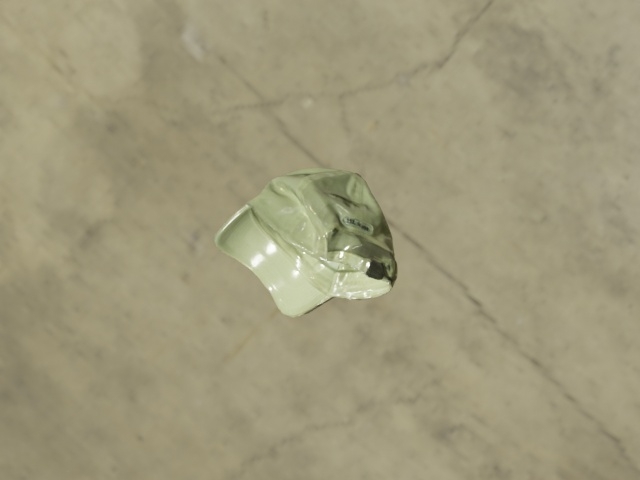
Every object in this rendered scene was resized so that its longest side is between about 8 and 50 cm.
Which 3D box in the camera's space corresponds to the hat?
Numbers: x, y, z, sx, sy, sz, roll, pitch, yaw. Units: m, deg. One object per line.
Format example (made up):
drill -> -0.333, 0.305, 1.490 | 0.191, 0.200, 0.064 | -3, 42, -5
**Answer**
hat -> -0.005, 0.005, 1.240 | 0.122, 0.081, 0.166 | 47, 142, -2
